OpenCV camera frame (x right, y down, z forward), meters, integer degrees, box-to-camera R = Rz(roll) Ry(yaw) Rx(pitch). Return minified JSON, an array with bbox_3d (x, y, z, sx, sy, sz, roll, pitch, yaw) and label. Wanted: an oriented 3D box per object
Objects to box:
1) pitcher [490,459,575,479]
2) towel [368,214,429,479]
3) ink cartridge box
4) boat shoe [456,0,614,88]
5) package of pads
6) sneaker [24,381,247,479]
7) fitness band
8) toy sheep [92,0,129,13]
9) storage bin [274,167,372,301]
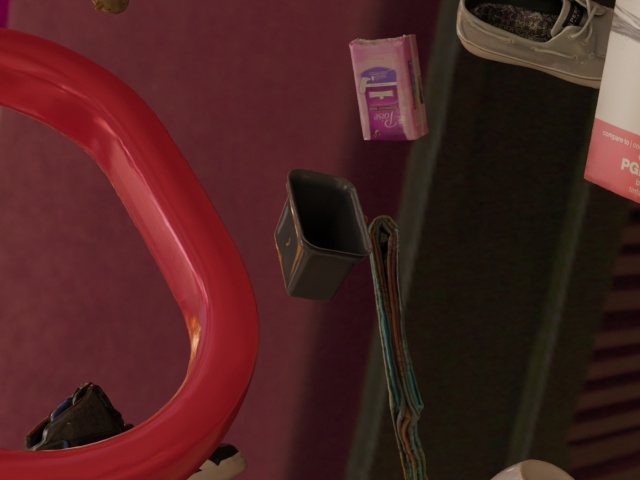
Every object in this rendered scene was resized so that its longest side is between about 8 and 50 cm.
[{"bbox_3d":[0.213,0.337,1.541,0.178,0.125,0.207,-84,18,-63],"label":"pitcher"},{"bbox_3d":[0.105,0.168,1.715,0.040,0.370,0.271,-8,60,4],"label":"towel"},{"bbox_3d":[0.376,-0.183,1.269,0.117,0.207,0.283,32,123,48],"label":"ink cartridge box"},{"bbox_3d":[0.247,-0.212,1.379,0.227,0.081,0.079,12,75,14],"label":"boat shoe"},{"bbox_3d":[0.054,-0.120,1.072,0.050,0.032,0.083,1,108,30],"label":"package of pads"},{"bbox_3d":[-0.151,0.166,1.116,0.079,0.217,0.121,-31,80,33],"label":"sneaker"},{"bbox_3d":[-0.152,0.005,0.662,0.291,0.209,0.054,58,143,30],"label":"fitness band"},{"bbox_3d":[-0.223,-0.282,1.319,0.091,0.091,0.132,-13,110,43],"label":"toy sheep"},{"bbox_3d":[0.000,0.000,1.517,0.135,0.098,0.091,-104,31,-46],"label":"storage bin"}]
